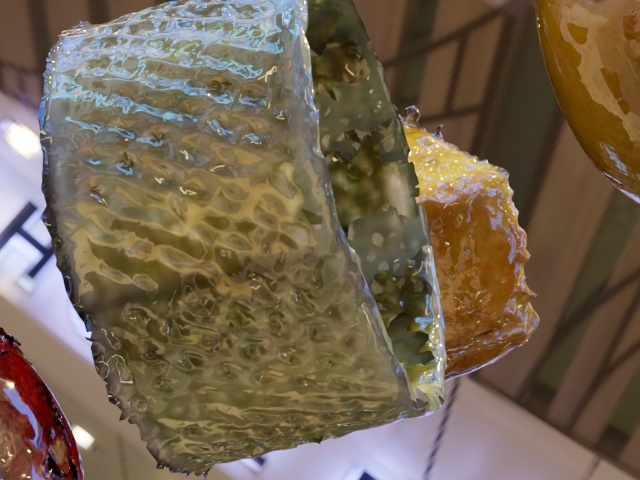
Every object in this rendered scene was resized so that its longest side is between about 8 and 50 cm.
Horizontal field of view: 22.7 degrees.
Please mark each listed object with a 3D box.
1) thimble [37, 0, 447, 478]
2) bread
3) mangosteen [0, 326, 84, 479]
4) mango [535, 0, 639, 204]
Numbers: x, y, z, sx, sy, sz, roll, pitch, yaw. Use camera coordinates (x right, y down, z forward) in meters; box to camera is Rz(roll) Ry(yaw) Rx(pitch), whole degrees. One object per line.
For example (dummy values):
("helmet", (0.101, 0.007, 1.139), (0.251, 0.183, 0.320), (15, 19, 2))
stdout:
("thimble", (-0.035, -0.015, 0.896), (0.150, 0.271, 0.271), (-14, -46, 12))
("bread", (0.000, 0.000, 1.245), (0.340, 0.179, 0.194), (34, -47, 49))
("mangosteen", (-0.187, 0.116, 0.661), (0.166, 0.180, 0.166), (11, -61, 20))
("mango", (0.176, -0.086, 0.739), (0.113, 0.138, 0.253), (36, -5, 31))
